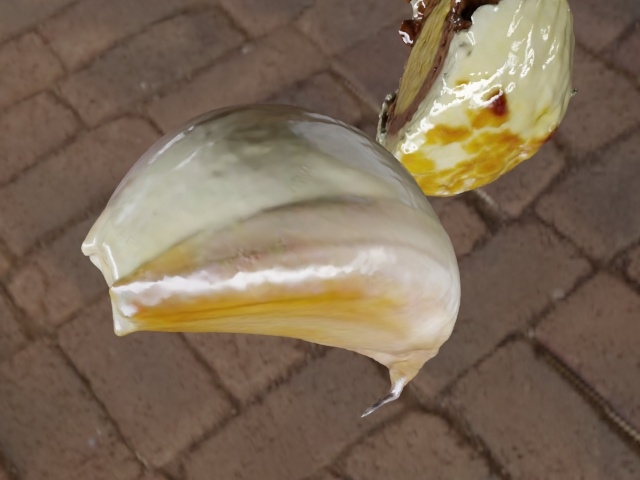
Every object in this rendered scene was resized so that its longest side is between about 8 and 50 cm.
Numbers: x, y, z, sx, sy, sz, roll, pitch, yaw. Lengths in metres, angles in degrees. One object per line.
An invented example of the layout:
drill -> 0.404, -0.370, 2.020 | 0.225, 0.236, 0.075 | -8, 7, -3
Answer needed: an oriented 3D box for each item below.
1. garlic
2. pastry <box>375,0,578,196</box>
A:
garlic -> 0.005, 0.004, 0.621 | 0.115, 0.206, 0.128 | -5, 68, 50
pastry -> 0.150, -0.145, 1.224 | 0.170, 0.256, 0.237 | 17, 93, -14
